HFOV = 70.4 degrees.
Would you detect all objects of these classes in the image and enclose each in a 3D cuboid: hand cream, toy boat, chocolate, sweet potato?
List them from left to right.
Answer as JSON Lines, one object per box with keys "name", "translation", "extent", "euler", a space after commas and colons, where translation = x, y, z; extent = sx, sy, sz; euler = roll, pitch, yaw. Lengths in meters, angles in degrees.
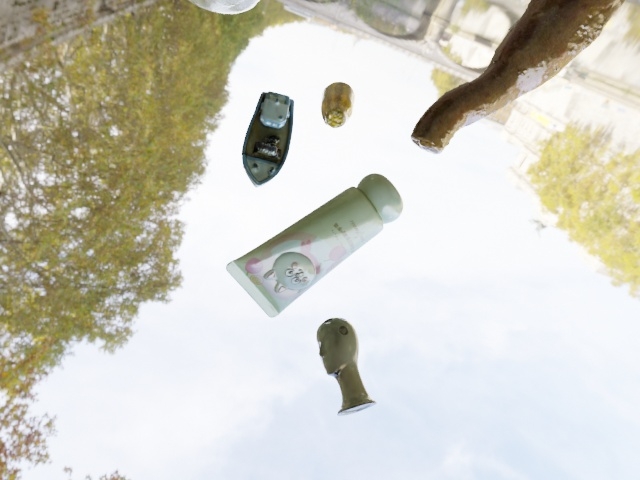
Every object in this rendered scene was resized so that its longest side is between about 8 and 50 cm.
{"name": "toy boat", "translation": [-0.164, -0.317, 1.424], "extent": [0.145, 0.332, 0.133], "euler": [14, 165, -10]}
{"name": "hand cream", "translation": [0.000, 0.000, 0.775], "extent": [0.147, 0.305, 0.093], "euler": [55, 178, -35]}
{"name": "chocolate", "translation": [0.035, -0.283, 0.957], "extent": [0.085, 0.086, 0.219], "euler": [20, -155, -6]}
{"name": "sweet potato", "translation": [0.283, -0.256, 0.634], "extent": [0.109, 0.385, 0.109], "euler": [47, -173, -7]}

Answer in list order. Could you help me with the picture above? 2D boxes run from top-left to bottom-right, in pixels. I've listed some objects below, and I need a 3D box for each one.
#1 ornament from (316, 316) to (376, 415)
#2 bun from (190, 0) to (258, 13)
{"name": "ornament", "translation": [0.036, 0.202, 0.750], "extent": [0.081, 0.075, 0.156], "euler": [5, -125, -32]}
{"name": "bun", "translation": [-0.216, -0.663, 0.918], "extent": [0.326, 0.362, 0.234], "euler": [20, -166, 37]}
